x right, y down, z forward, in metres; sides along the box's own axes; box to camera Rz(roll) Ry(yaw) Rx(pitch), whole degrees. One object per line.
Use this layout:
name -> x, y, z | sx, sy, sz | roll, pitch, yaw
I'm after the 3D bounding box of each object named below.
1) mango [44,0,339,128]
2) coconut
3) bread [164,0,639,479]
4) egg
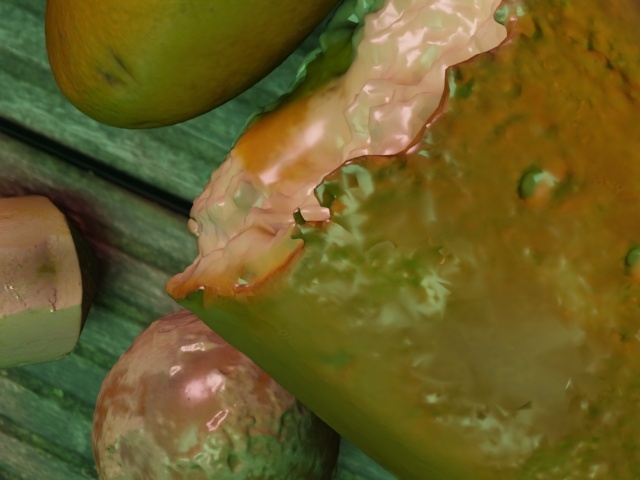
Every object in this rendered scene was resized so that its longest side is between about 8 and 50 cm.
mango -> -0.082, -0.213, 0.940 | 0.182, 0.253, 0.365 | 21, 140, -27
coconut -> -0.260, 0.035, 1.208 | 0.147, 0.152, 0.147 | 20, 113, 59
bread -> 0.147, 0.002, 0.868 | 0.394, 0.250, 0.361 | 40, 94, -5
egg -> -0.079, 0.151, 1.140 | 0.203, 0.203, 0.245 | 36, 161, 4
